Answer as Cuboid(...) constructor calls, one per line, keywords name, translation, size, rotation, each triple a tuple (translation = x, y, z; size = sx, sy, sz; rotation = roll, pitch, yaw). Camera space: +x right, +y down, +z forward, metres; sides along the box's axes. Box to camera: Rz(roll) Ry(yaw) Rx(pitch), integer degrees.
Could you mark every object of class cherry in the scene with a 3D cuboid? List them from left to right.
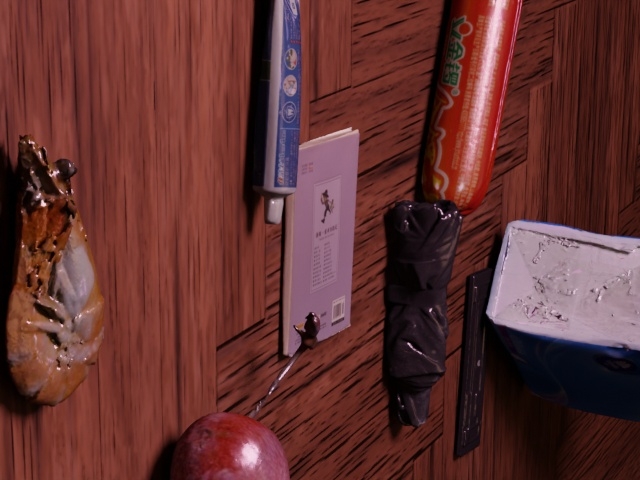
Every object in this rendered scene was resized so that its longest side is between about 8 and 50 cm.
Cuboid(name="cherry", translation=(-0.055, 0.144, 1.282), size=(0.107, 0.090, 0.225), rotation=(58, 46, -52))

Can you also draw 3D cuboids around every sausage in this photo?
Cuboid(name="sausage", translation=(0.148, -0.135, 1.662), size=(0.083, 0.083, 0.264), rotation=(18, 81, -65))

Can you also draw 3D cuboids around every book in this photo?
Cuboid(name="book", translation=(0.000, 0.000, 1.454), size=(0.127, 0.014, 0.182), rotation=(-23, 118, -62))

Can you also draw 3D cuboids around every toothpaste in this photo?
Cuboid(name="toothpaste", translation=(-0.033, -0.111, 1.328), size=(0.057, 0.034, 0.197), rotation=(-11, 104, -74))

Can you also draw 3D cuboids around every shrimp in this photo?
Cuboid(name="shrimp", translation=(-0.168, 0.020, 1.059), size=(0.091, 0.043, 0.184), rotation=(-32, 126, -55))

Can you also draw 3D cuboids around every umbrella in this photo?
Cuboid(name="umbrella", translation=(0.098, 0.073, 1.631), size=(0.059, 0.066, 0.236), rotation=(-43, 138, -63))

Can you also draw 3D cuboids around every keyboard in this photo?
Cuboid(name="keyboard", translation=(0.169, 0.134, 1.865), size=(0.061, 0.013, 0.204), rotation=(-16, 112, -63))

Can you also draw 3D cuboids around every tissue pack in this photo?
Cuboid(name="tissue pack", translation=(0.316, 0.099, 1.936), size=(0.263, 0.198, 0.146), rotation=(56, 48, -60))
